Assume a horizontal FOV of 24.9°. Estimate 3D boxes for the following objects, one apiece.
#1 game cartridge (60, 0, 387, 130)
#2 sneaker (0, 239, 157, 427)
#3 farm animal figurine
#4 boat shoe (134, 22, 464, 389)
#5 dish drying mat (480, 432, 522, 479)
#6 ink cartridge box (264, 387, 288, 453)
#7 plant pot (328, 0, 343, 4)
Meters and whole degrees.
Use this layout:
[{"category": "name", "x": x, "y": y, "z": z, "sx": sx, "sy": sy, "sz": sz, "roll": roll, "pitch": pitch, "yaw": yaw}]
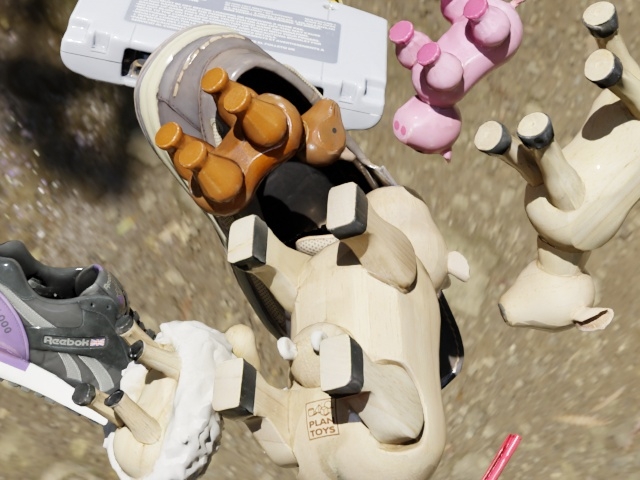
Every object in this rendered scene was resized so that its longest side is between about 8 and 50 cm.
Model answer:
[{"category": "game cartridge", "x": -0.083, "y": -0.193, "z": 1.388, "sx": 0.297, "sy": 0.198, "sz": 0.062, "roll": 11, "pitch": 118, "yaw": -3}, {"category": "sneaker", "x": -0.204, "y": 0.094, "z": 1.362, "sx": 0.283, "sy": 0.107, "sz": 0.124, "roll": 24, "pitch": 113, "yaw": -23}, {"category": "farm animal figurine", "x": 0.051, "y": 0.019, "z": 0.862, "sx": 0.330, "sy": 0.172, "sz": 0.326, "roll": 0, "pitch": 60, "yaw": 37}, {"category": "boat shoe", "x": 0.000, "y": 0.000, "z": 1.058, "sx": 0.132, "sy": 0.130, "sz": 0.355, "roll": -46, "pitch": 117, "yaw": -11}, {"category": "dish drying mat", "x": 0.072, "y": 0.129, "z": 0.699, "sx": 0.008, "sy": 0.032, "sz": 0.083, "roll": 31, "pitch": 84, "yaw": 9}, {"category": "ink cartridge box", "x": 0.027, "y": 0.178, "z": 1.576, "sx": 0.180, "sy": 0.104, "sz": 0.060, "roll": -29, "pitch": 63, "yaw": 32}, {"category": "plant pot", "x": -0.024, "y": -0.315, "z": 1.700, "sx": 0.081, "sy": 0.081, "sz": 0.083, "roll": -15, "pitch": 41, "yaw": 8}]
